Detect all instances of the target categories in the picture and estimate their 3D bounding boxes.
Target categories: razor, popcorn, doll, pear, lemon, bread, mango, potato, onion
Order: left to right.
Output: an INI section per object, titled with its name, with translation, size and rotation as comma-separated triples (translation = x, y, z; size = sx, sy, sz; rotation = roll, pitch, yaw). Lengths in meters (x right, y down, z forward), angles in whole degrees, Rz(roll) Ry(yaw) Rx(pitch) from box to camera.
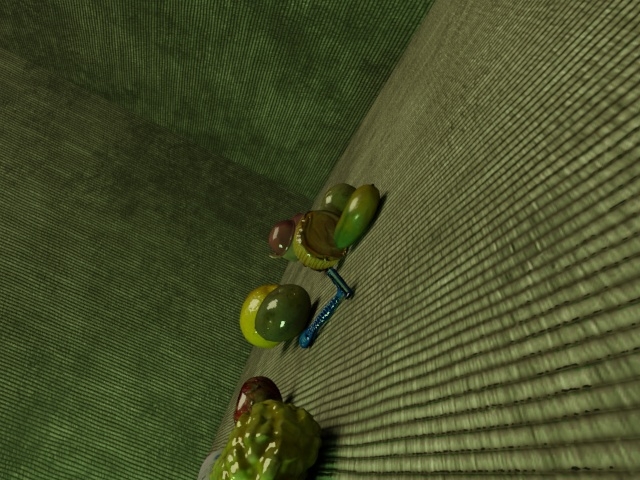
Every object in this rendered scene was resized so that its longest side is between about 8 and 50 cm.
[onion]
translation = -0.156, 0.474, 1.239
size = 0.184, 0.147, 0.184
rotation = 0, -90, -69
[popcorn]
translation = -0.095, 0.416, 0.820
size = 0.225, 0.173, 0.286
rotation = -46, -24, -61
[lemon]
translation = -0.203, 0.297, 1.762
size = 0.233, 0.233, 0.288
rotation = -81, 15, -68
[potato]
translation = -0.132, 0.259, 1.569
size = 0.235, 0.160, 0.178
rotation = -33, 33, 15
[doll]
translation = -0.065, 0.008, 1.656
size = 0.152, 0.256, 0.196
rotation = 120, 174, -73
[bread]
translation = -0.001, 0.000, 1.495
size = 0.104, 0.199, 0.199
rotation = -55, 11, 56
[razor]
translation = 0.012, 0.207, 1.249
size = 0.056, 0.093, 0.324
rotation = -17, -33, -39
[pear]
translation = 0.075, -0.127, 1.603
size = 0.167, 0.136, 0.167
rotation = -60, 6, 11
[mango]
translation = 0.107, -0.073, 1.353
size = 0.137, 0.091, 0.237
rotation = -62, 4, -39

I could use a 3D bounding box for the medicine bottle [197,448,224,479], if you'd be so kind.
[medicine bottle]
translation = -0.258, 0.670, 1.164
size = 0.152, 0.152, 0.254
rotation = -65, 6, -6
